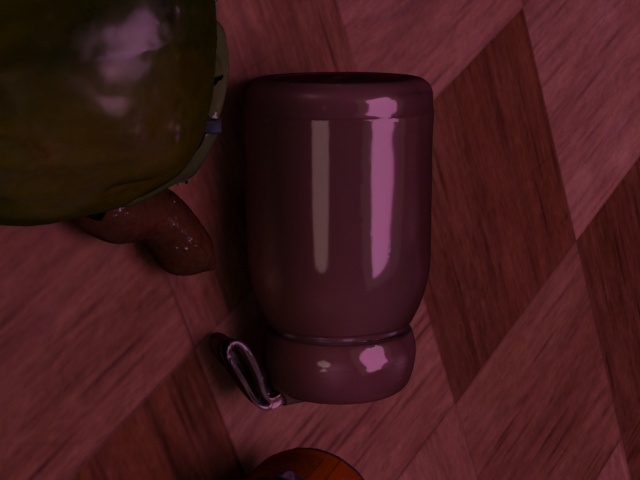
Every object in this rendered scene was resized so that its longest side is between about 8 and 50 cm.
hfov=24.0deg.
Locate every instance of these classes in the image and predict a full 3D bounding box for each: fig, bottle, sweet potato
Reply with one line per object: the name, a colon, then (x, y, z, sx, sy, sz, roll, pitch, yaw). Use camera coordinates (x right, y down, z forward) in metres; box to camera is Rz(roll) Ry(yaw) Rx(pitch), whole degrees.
fig: (-0.212, -0.107, 0.977, 0.233, 0.314, 0.233, -22, 90, -87)
bottle: (0.000, 0.000, 1.361, 0.206, 0.173, 0.297, -5, 103, -22)
sweet potato: (-0.151, -0.021, 1.233, 0.218, 0.051, 0.065, 30, 57, -51)

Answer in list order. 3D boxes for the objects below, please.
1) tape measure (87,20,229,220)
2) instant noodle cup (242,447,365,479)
tape measure: (-0.126, -0.108, 1.165, 0.177, 0.087, 0.154, -34, 139, -66)
instant noodle cup: (-0.024, 0.267, 1.367, 0.208, 0.177, 0.125, -60, 175, 31)
